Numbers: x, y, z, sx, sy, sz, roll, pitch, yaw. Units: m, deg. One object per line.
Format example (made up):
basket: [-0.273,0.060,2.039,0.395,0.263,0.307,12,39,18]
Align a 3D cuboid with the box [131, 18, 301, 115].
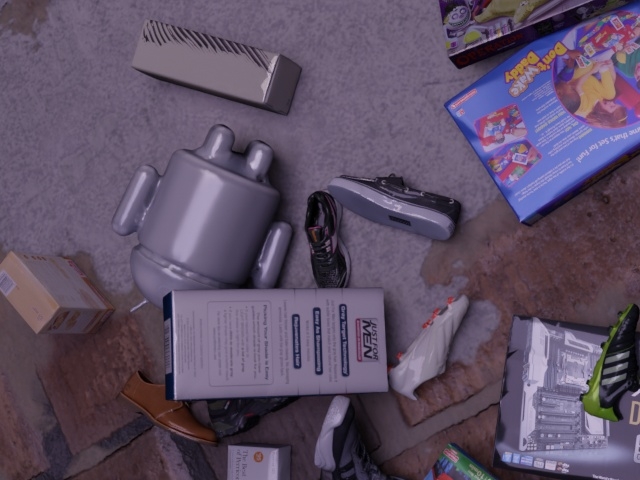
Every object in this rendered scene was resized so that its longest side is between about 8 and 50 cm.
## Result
box: [-0.183,-0.303,2.023,0.275,0.113,0.094,17,91,20]

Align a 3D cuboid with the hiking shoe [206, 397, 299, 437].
hiking shoe: [-0.108,0.243,1.967,0.227,0.086,0.114,-33,77,15]

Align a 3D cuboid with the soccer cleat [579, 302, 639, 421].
soccer cleat: [0.442,0.180,1.701,0.072,0.060,0.179,22,99,12]

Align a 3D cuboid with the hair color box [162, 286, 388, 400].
hair color box: [-0.073,0.166,1.850,0.347,0.105,0.174,0,82,-15]

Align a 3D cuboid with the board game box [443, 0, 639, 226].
board game box: [0.402,-0.214,1.811,0.347,0.078,0.233,-34,75,15]

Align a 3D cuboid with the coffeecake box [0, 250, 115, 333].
coffeecake box: [-0.476,0.095,2.063,0.142,0.185,0.068,45,101,18]

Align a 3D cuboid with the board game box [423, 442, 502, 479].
board game box: [0.204,0.444,1.772,0.160,0.039,0.211,36,97,25]

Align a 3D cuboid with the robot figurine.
robot figurine: [-0.196,-0.018,1.958,0.300,0.200,0.353,24,94,-8]

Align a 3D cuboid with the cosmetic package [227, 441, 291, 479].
cosmetic package: [-0.106,0.467,1.963,0.099,0.060,0.239,-1,86,20]

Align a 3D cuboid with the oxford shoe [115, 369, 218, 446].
oxford shoe: [-0.261,0.295,2.031,0.212,0.076,0.076,28,86,20]

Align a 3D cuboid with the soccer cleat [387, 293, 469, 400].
soccer cleat: [0.187,0.172,1.877,0.076,0.068,0.196,40,102,4]

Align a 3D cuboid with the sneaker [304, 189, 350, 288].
sneaker: [0.000,0.000,1.948,0.072,0.077,0.178,-12,82,20]

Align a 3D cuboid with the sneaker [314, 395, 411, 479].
sneaker: [0.073,0.366,1.852,0.153,0.101,0.268,10,123,10]

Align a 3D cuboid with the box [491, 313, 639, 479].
box: [0.433,0.252,1.765,0.307,0.076,0.242,8,88,21]

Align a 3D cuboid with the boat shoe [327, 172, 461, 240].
boat shoe: [0.125,-0.072,1.911,0.228,0.080,0.076,18,64,23]

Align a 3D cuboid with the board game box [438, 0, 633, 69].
board game box: [0.350,-0.422,1.813,0.347,0.056,0.208,-19,56,24]
